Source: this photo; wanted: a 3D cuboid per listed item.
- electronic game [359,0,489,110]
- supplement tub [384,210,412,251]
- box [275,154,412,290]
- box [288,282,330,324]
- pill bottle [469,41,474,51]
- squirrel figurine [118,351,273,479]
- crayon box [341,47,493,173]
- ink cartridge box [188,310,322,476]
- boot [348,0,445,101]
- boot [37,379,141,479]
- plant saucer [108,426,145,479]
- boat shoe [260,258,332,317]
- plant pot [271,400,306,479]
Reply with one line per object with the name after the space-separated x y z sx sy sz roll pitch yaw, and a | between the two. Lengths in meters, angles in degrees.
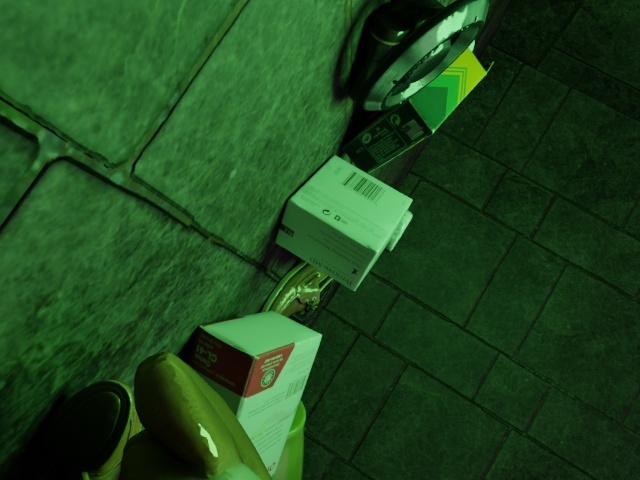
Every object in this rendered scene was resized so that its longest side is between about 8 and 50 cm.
0.153 -0.276 0.750 0.229 0.048 0.229 -37 177 -3 | electronic game
0.123 -0.065 1.253 0.117 0.190 0.117 -56 172 -12 | supplement tub
0.044 -0.037 0.932 0.182 0.181 0.119 -51 168 -43 | box
-0.045 0.210 1.656 0.322 0.079 0.257 -50 170 -43 | box
0.274 -0.407 1.164 0.117 0.117 0.215 -57 172 -13 | pill bottle
-0.187 0.346 0.424 0.371 0.281 0.397 -31 145 -7 | squirrel figurine
0.203 -0.279 1.021 0.202 0.081 0.318 -28 -165 51 | crayon box
-0.140 0.295 0.880 0.226 0.131 0.306 2 109 -64 | ink cartridge box
0.120 -0.315 0.808 0.198 0.077 0.137 -34 163 -38 | boot
-0.242 0.211 0.570 0.197 0.073 0.152 -54 175 13 | boot
-0.321 0.367 0.754 0.240 0.037 0.241 -57 171 -14 | plant saucer
-0.046 0.128 1.257 0.307 0.105 0.110 -52 171 -31 | boat shoe
-0.197 0.601 1.412 0.366 0.367 0.352 -38 146 -67 | plant pot
